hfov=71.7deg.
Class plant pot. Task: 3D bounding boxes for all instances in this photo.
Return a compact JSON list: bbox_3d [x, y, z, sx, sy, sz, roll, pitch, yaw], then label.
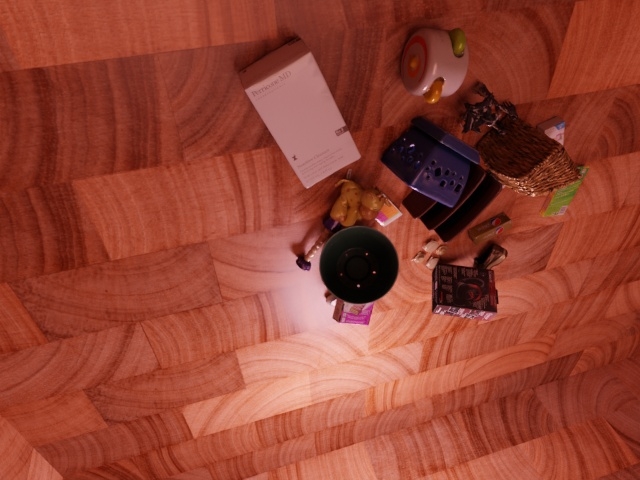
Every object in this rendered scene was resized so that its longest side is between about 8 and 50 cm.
[{"bbox_3d":[0.149,0.103,1.733,0.293,0.292,0.235,-26,172,1],"label":"plant pot"},{"bbox_3d":[0.392,-0.284,1.548,0.236,0.236,0.212,20,113,-32],"label":"plant pot"}]

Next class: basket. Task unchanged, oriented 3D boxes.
[{"bbox_3d":[0.753,-0.283,1.634,0.223,0.299,0.213,30,112,-37],"label":"basket"}]

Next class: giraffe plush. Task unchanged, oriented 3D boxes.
[{"bbox_3d":[0.156,-0.138,1.582,0.182,0.171,0.210,-23,123,-42],"label":"giraffe plush"}]

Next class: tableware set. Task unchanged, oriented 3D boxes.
[{"bbox_3d":[0.506,0.064,2.018,0.169,0.020,0.141,20,120,-34],"label":"tableware set"}]

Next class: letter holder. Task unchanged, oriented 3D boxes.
[{"bbox_3d":[0.501,-0.167,1.692,0.152,0.214,0.301,25,116,-35],"label":"letter holder"}]

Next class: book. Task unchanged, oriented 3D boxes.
[{"bbox_3d":[0.246,-0.122,1.756,0.096,0.035,0.144,-38,131,16],"label":"book"}]

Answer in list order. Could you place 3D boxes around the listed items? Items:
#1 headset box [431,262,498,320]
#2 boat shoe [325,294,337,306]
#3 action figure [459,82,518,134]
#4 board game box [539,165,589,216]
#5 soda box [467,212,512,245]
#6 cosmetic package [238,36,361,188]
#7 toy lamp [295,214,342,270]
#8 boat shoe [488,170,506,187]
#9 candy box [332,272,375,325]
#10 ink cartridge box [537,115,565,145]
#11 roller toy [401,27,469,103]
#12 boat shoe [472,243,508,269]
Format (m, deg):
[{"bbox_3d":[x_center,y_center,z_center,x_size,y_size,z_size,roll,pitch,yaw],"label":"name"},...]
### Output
[{"bbox_3d":[0.664,0.235,2.012,0.294,0.217,0.110,7,149,2],"label":"headset box"},{"bbox_3d":[0.139,0.284,2.017,0.228,0.081,0.079,3,126,-24],"label":"boat shoe"},{"bbox_3d":[0.560,-0.445,1.539,0.276,0.140,0.164,-1,132,-40],"label":"action figure"},{"bbox_3d":[1.098,-0.224,1.996,0.124,0.039,0.259,-5,132,-18],"label":"board game box"},{"bbox_3d":[0.762,-0.051,1.991,0.182,0.061,0.058,-27,133,2],"label":"soda box"},{"bbox_3d":[-0.055,-0.377,1.344,0.217,0.156,0.385,-30,133,7],"label":"cosmetic package"},{"bbox_3d":[0.000,0.000,1.732,0.080,0.080,0.274,20,118,-33],"label":"toy lamp"},{"bbox_3d":[0.678,-0.242,1.805,0.184,0.065,0.083,-19,130,-13],"label":"boat shoe"},{"bbox_3d":[0.158,0.248,1.937,0.159,0.071,0.233,10,95,-28],"label":"candy box"},{"bbox_3d":[0.911,-0.413,1.755,0.089,0.052,0.122,-25,134,0],"label":"ink cartridge box"},{"bbox_3d":[0.335,-0.532,1.339,0.147,0.191,0.209,-4,118,-18],"label":"roller toy"},{"bbox_3d":[0.768,0.112,2.126,0.095,0.095,0.257,33,115,-12],"label":"boat shoe"}]
